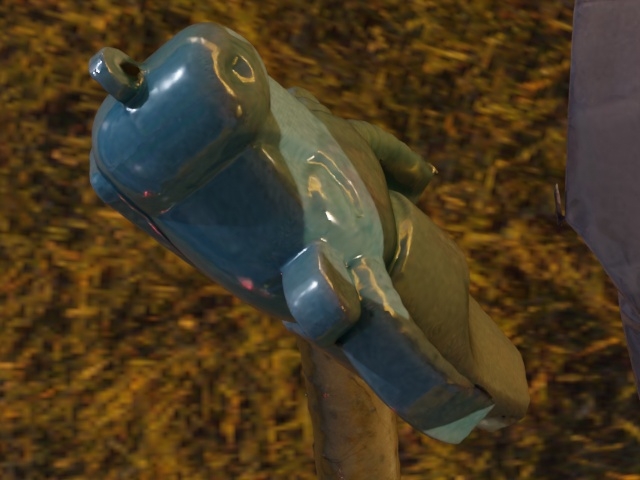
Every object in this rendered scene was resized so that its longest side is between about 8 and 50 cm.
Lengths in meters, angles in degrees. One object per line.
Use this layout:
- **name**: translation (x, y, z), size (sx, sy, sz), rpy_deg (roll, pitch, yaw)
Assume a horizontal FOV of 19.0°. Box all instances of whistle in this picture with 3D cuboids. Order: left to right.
- **whistle**: translation (0.000, 0.000, 0.850), size (0.093, 0.274, 0.186), rpy_deg (-39, 33, 21)

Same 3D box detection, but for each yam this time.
- **yam**: translation (0.016, 0.091, 1.524), size (0.083, 0.083, 0.372), rpy_deg (13, 129, 30)

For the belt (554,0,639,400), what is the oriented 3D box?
- **belt**: translation (0.164, -0.029, 0.650), size (0.105, 0.184, 0.261), rpy_deg (0, 102, 32)
